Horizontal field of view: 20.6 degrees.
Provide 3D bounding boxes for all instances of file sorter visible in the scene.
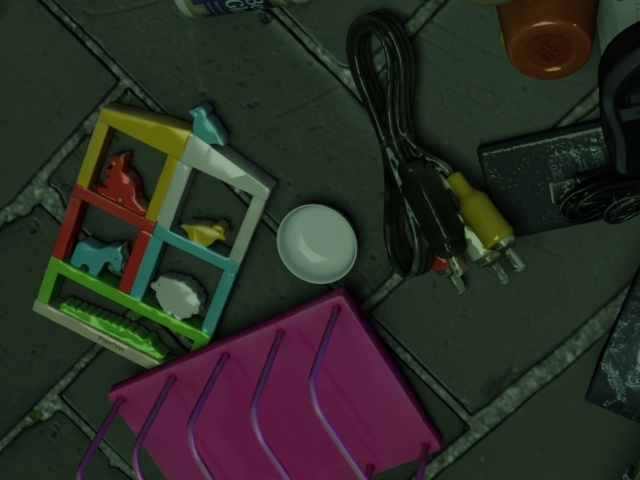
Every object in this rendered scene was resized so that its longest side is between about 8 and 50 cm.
[{"bbox_3d":[-0.064,0.220,1.746,0.291,0.182,0.202,-24,111,23],"label":"file sorter"}]

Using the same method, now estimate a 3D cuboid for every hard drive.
[{"bbox_3d":[0.224,-0.058,1.664,0.135,0.022,0.094,-12,105,20],"label":"hard drive"}]

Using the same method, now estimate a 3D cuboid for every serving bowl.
[{"bbox_3d":[0.000,0.000,1.752,0.083,0.027,0.083,6,110,16],"label":"serving bowl"}]

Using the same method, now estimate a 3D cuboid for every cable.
[{"bbox_3d":[0.093,-0.078,1.695,0.139,0.072,0.287,-25,87,50],"label":"cable"}]

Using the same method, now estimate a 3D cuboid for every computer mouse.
[{"bbox_3d":[0.291,-0.118,1.526,0.188,0.072,0.272,-11,150,1],"label":"computer mouse"}]

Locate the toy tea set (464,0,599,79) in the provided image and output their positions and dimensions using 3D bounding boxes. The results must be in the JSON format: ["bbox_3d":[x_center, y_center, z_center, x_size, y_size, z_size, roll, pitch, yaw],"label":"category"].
[{"bbox_3d":[0.268,-0.261,1.503,0.336,0.124,0.200,-12,138,19],"label":"toy tea set"}]

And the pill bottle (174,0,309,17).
[{"bbox_3d":[-0.052,-0.263,1.638,0.169,0.094,0.094,-6,107,19],"label":"pill bottle"}]

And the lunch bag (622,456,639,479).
[{"bbox_3d":[0.392,0.332,1.670,0.287,0.169,0.235,21,114,4],"label":"lunch bag"}]

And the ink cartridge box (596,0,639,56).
[{"bbox_3d":[0.352,-0.259,1.550,0.232,0.066,0.189,2,111,39],"label":"ink cartridge box"}]

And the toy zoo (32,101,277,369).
[{"bbox_3d":[-0.165,-0.012,1.798,0.192,0.030,0.293,26,115,7],"label":"toy zoo"}]

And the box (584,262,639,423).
[{"bbox_3d":[0.350,0.098,1.642,0.156,0.093,0.158,23,115,9],"label":"box"}]
